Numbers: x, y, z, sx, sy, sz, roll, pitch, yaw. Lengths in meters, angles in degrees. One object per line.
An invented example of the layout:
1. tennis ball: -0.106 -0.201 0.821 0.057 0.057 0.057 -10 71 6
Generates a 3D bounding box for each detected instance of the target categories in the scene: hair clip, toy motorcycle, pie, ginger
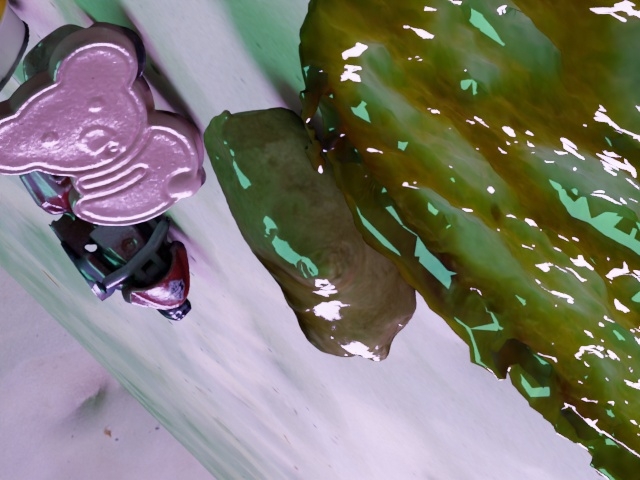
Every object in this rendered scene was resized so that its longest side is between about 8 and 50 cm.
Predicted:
1. hair clip: -0.135 -0.064 1.021 0.138 0.123 0.102 54 -166 -14
2. toy motorcycle: -0.182 -0.009 1.367 0.213 0.082 0.122 47 168 -12
3. pie: 0.129 0.003 0.462 0.315 0.092 0.315 38 161 16
4. ginger: -0.002 0.000 0.875 0.095 0.069 0.190 26 156 42

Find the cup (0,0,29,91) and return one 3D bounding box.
1. cup: -0.341 -0.192 1.108 0.280 0.196 0.196 45 169 -31
